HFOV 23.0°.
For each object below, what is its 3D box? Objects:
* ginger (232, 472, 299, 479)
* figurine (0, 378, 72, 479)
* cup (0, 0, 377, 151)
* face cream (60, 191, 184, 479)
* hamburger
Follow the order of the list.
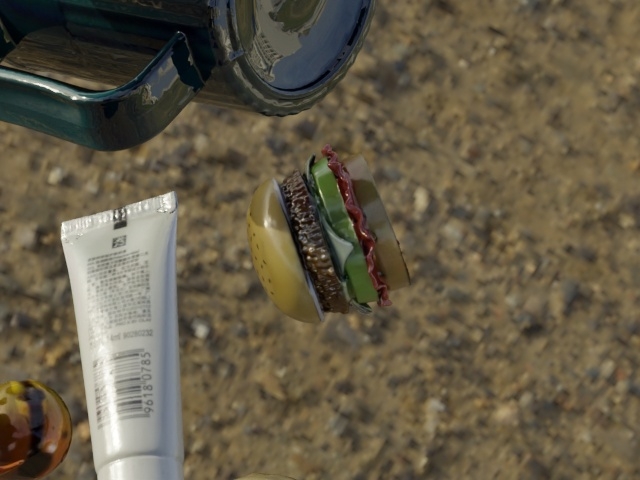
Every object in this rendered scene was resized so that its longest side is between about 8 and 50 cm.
[{"bbox_3d":[-0.064,0.214,0.626,0.304,0.244,0.155,-9,35,11],"label":"ginger"},{"bbox_3d":[-0.280,0.137,0.800,0.320,0.196,0.323,-10,47,-45],"label":"figurine"},{"bbox_3d":[-0.141,-0.229,1.294,0.292,0.242,0.308,16,24,33],"label":"cup"},{"bbox_3d":[-0.131,0.083,1.080,0.092,0.058,0.244,-15,62,13],"label":"face cream"},{"bbox_3d":[0.000,0.001,1.506,0.137,0.175,0.175,-20,50,1],"label":"hamburger"}]
